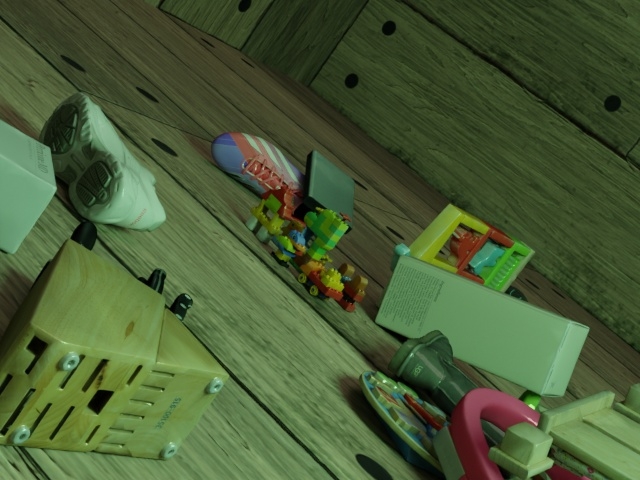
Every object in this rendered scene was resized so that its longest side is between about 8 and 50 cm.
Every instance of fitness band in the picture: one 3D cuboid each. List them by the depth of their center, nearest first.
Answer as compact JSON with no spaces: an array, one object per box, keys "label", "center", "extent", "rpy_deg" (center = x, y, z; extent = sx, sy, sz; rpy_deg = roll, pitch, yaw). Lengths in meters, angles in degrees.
[{"label":"fitness band","center":[0.229,0.270,1.366],"extent":[0.209,0.054,0.291],"rpy_deg":[22,28,-29]}]

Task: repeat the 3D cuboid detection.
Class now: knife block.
[{"label":"knife block","center":[-0.199,0.058,1.014],"extent":[0.242,0.088,0.276],"rpy_deg":[42,12,33]}]

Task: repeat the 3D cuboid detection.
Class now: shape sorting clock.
[{"label":"shape sorting clock","center":[0.126,0.215,1.476],"extent":[0.206,0.040,0.206],"rpy_deg":[34,11,-8]}]

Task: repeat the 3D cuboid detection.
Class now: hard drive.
[{"label":"hard drive","center":[0.014,-0.078,2.113],"extent":[0.094,0.022,0.135],"rpy_deg":[37,30,-22]}]

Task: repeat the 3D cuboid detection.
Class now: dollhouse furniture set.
[{"label":"dollhouse furniture set","center":[0.360,0.295,1.269],"extent":[0.303,0.174,0.355],"rpy_deg":[29,22,35]}]

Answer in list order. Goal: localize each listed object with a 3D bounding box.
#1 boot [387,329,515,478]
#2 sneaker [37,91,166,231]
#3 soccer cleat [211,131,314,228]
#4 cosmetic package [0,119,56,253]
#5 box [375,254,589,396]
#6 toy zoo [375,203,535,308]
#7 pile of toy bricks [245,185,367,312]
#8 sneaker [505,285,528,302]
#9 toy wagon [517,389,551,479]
[{"label":"boot","center":[0.193,0.205,1.647],"extent":[0.208,0.076,0.189],"rpy_deg":[35,16,16]},{"label":"sneaker","center":[-0.249,-0.080,1.512],"extent":[0.115,0.090,0.232],"rpy_deg":[35,17,-45]},{"label":"soccer cleat","center":[-0.068,-0.091,2.117],"extent":[0.248,0.083,0.095],"rpy_deg":[35,15,-16]},{"label":"cosmetic package","center":[-0.357,-0.091,1.180],"extent":[0.231,0.085,0.117],"rpy_deg":[30,13,-24]},{"label":"box","center":[0.223,0.118,1.830],"extent":[0.275,0.113,0.094],"rpy_deg":[24,3,29]},{"label":"toy zoo","center":[0.201,0.051,2.021],"extent":[0.030,0.192,0.293],"rpy_deg":[44,12,36]},{"label":"pile of toy bricks","center":[0.000,0.000,1.845],"extent":[0.118,0.105,0.212],"rpy_deg":[25,15,-46]},{"label":"sneaker","center":[0.316,0.139,2.254],"extent":[0.106,0.101,0.267],"rpy_deg":[25,14,-37]},{"label":"toy wagon","center":[0.373,0.309,1.779],"extent":[0.267,0.068,0.344],"rpy_deg":[36,10,2]}]
